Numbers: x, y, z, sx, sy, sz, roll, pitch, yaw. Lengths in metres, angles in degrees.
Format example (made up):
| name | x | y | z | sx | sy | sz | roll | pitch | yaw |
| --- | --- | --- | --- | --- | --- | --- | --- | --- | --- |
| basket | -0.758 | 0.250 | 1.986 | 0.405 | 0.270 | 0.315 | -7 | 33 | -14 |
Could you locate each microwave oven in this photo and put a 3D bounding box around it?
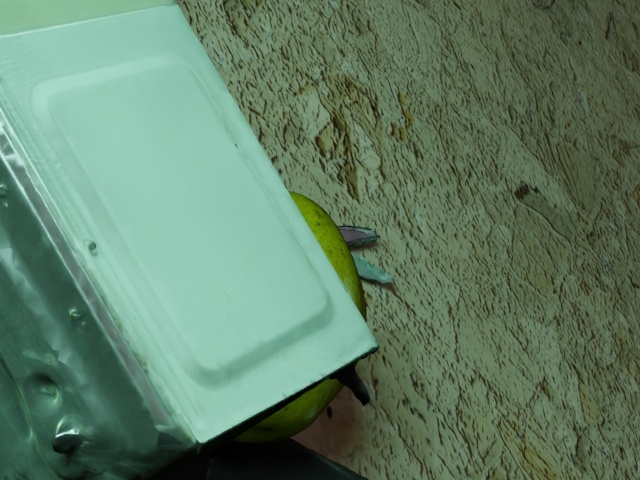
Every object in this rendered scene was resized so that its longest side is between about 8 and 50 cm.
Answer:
| name | x | y | z | sx | sy | sz | roll | pitch | yaw |
| --- | --- | --- | --- | --- | --- | --- | --- | --- | --- |
| microwave oven | -0.201 | 0.058 | 0.932 | 0.286 | 0.355 | 0.218 | 60 | 31 | 4 |

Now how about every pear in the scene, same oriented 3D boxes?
| name | x | y | z | sx | sy | sz | roll | pitch | yaw |
| --- | --- | --- | --- | --- | --- | --- | --- | --- | --- |
| pear | -0.056 | 0.058 | 1.311 | 0.198 | 0.198 | 0.198 | 35 | 37 | -32 |

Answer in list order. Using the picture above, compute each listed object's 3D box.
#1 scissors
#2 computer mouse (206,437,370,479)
| name | x | y | z | sx | sy | sz | roll | pitch | yaw |
| --- | --- | --- | --- | --- | --- | --- | --- | --- | --- |
| scissors | 0.000 | 0.000 | 1.592 | 0.187 | 0.020 | 0.133 | 15 | 46 | -46 |
| computer mouse | 0.028 | 0.255 | 1.331 | 0.295 | 0.087 | 0.168 | 42 | 34 | -18 |
